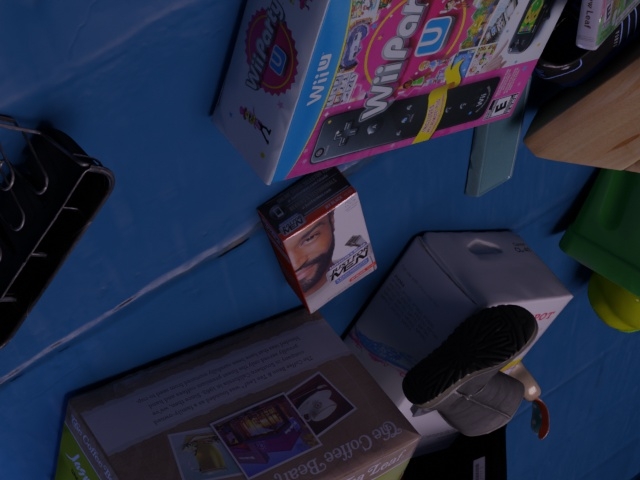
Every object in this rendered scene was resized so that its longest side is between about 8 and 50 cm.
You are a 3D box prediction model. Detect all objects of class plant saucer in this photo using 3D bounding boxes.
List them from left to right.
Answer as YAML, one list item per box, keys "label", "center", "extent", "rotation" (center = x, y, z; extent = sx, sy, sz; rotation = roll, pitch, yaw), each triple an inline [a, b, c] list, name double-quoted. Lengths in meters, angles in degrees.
- label: "plant saucer"
  center: [0.203, -0.119, 1.372]
  extent: [0.067, 0.018, 0.192]
  rotation: [-30, 149, -19]

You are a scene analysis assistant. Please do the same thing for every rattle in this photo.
- label: "rattle"
  center: [0.302, 0.159, 1.687]
  extent: [0.142, 0.200, 0.130]
  rotation: [-31, 150, -17]

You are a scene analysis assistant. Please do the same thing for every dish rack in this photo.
- label: "dish rack"
  center: [-0.307, -0.008, 0.871]
  extent: [0.271, 0.074, 0.208]
  rotation: [7, 126, -53]

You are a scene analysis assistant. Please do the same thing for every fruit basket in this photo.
- label: "fruit basket"
  center: [0.522, 0.017, 1.717]
  extent: [0.392, 0.283, 0.392]
  rotation: [-23, 129, -31]

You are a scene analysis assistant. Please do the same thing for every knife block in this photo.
- label: "knife block"
  center: [0.362, -0.190, 1.267]
  extent: [0.088, 0.275, 0.242]
  rotation: [-54, 149, -50]

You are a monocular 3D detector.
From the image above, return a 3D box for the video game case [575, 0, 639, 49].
- label: "video game case"
  center: [0.283, -0.294, 1.075]
  extent: [0.212, 0.023, 0.193]
  rotation: [-42, 142, -49]

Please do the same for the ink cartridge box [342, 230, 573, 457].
- label: "ink cartridge box"
  center: [0.145, 0.142, 1.556]
  extent: [0.226, 0.131, 0.306]
  rotation: [-2, 136, -47]

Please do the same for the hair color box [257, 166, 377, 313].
- label: "hair color box"
  center: [0.000, 0.000, 1.264]
  extent: [0.093, 0.053, 0.167]
  rotation: [-34, 150, -8]

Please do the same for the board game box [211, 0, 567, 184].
- label: "board game box"
  center: [0.074, -0.187, 1.045]
  extent: [0.303, 0.097, 0.224]
  rotation: [-17, 143, -35]

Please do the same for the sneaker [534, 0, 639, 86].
- label: "sneaker"
  center: [0.309, -0.252, 1.242]
  extent: [0.232, 0.081, 0.090]
  rotation: [-49, 157, 19]

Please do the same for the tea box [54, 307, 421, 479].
- label: "tea box"
  center: [-0.110, 0.293, 1.374]
  extent: [0.329, 0.220, 0.323]
  rotation: [-19, 146, -34]

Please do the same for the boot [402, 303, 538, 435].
- label: "boot"
  center: [0.207, 0.164, 1.447]
  extent: [0.189, 0.076, 0.208]
  rotation: [-32, 144, 18]

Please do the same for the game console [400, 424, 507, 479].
- label: "game console"
  center: [0.099, 0.390, 1.618]
  extent: [0.342, 0.060, 0.386]
  rotation: [-25, -161, 17]
